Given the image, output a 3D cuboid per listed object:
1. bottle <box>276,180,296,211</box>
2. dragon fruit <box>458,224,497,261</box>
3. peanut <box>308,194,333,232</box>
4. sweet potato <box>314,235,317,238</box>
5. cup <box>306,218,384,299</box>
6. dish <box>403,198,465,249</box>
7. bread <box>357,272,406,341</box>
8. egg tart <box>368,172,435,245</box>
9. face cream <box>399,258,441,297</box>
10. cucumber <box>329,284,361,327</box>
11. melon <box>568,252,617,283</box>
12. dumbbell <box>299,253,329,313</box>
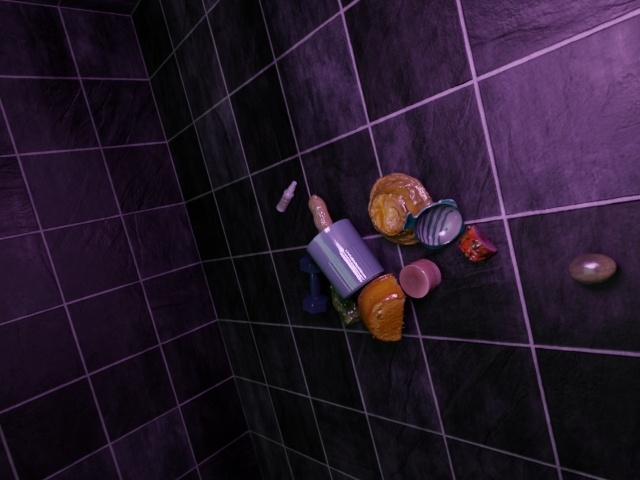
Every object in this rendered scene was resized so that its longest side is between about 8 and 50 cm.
[{"bbox_3d":[-0.186,-0.250,2.290,0.060,0.060,0.217,54,136,18],"label":"bottle"},{"bbox_3d":[0.584,0.021,1.545,0.147,0.096,0.102,46,136,27],"label":"dragon fruit"},{"bbox_3d":[-0.001,-0.138,2.114,0.098,0.090,0.215,154,97,-78],"label":"peanut"},{"bbox_3d":[0.000,-0.006,2.198,0.153,0.038,0.042,-11,73,50],"label":"sweet potato"},{"bbox_3d":[0.102,0.118,1.959,0.331,0.256,0.311,-45,72,29],"label":"cup"},{"bbox_3d":[0.445,-0.078,1.610,0.078,0.245,0.224,-97,16,-59],"label":"dish"},{"bbox_3d":[0.273,0.325,1.862,0.194,0.178,0.340,-113,17,-54],"label":"bread"},{"bbox_3d":[0.324,-0.130,1.746,0.341,0.129,0.342,17,114,42],"label":"egg tart"},{"bbox_3d":[0.432,0.163,1.751,0.149,0.104,0.149,19,117,42],"label":"face cream"},{"bbox_3d":[0.125,0.331,2.129,0.244,0.134,0.134,54,136,23],"label":"cucumber"},{"bbox_3d":[0.859,0.089,1.278,0.130,0.098,0.098,-9,97,48],"label":"melon"},{"bbox_3d":[-0.031,0.239,2.241,0.159,0.144,0.325,16,116,44],"label":"dumbbell"}]
